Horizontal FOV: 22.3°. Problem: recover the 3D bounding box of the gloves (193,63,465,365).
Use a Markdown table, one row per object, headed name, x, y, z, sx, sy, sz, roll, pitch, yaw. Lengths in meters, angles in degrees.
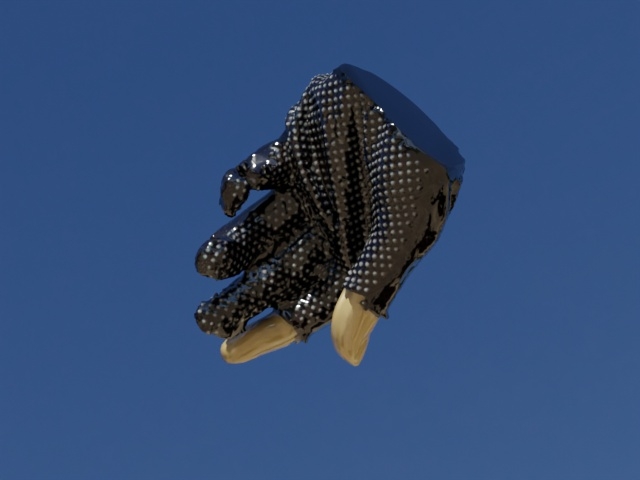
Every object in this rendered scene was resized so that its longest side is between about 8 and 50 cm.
| name | x | y | z | sx | sy | sz | roll | pitch | yaw |
| --- | --- | --- | --- | --- | --- | --- | --- | --- | --- |
| gloves | -0.001 | -0.002 | 0.960 | 0.129 | 0.106 | 0.181 | 39 | -72 | 1 |
